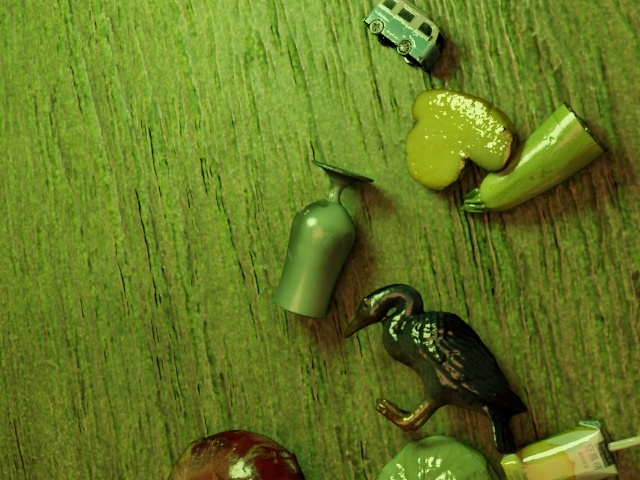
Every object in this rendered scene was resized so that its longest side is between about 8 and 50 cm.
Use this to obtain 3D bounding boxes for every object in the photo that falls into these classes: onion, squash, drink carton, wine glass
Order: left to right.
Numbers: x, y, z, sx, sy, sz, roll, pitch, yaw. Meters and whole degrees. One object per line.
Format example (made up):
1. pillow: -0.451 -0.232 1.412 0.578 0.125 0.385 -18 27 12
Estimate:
1. onion: -0.132 0.408 1.273 0.246 0.190 0.246 -9 73 33
2. wine glass: 0.000 0.000 1.290 0.103 0.103 0.231 20 99 19
3. squash: 0.294 -0.103 1.209 0.224 0.094 0.094 -37 77 23
4. drink carton: 0.358 0.300 1.164 0.200 0.074 0.084 -23 80 16

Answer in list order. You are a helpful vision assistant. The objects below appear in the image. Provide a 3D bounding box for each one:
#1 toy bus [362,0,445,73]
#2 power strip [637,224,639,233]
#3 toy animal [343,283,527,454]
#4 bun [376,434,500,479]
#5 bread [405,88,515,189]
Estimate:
1. toy bus: 0.134 -0.319 1.278 0.123 0.060 0.075 41 97 19
2. power strip: 0.519 -0.076 1.149 0.060 0.027 0.253 37 99 17
3. toy animal: 0.166 0.192 1.207 0.298 0.122 0.185 29 86 25
4. bun: 0.165 0.383 1.208 0.195 0.118 0.195 0 90 22
5. bread: 0.209 -0.140 1.239 0.187 0.065 0.149 26 103 35
